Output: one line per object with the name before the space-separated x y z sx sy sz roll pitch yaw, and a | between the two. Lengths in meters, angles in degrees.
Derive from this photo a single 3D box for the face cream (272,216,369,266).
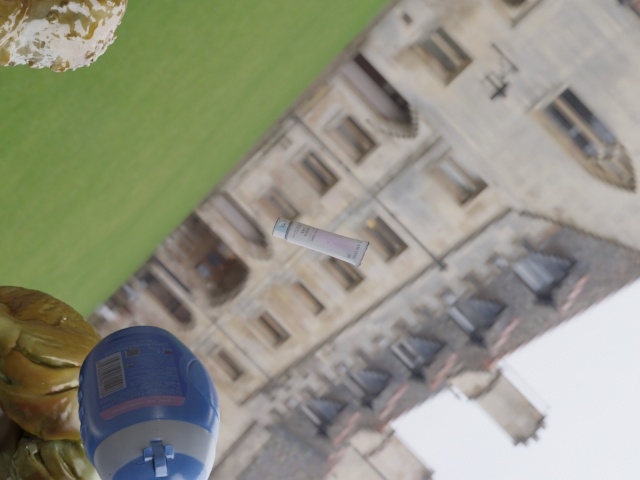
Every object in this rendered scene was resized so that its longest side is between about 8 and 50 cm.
face cream | 0.000 0.000 1.424 0.020 0.115 0.038 95 16 -56

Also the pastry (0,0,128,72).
pastry | -0.453 -0.349 1.849 0.311 0.255 0.161 -5 126 -23

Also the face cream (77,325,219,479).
face cream | -0.179 0.188 1.265 0.149 0.083 0.264 -8 -152 -10

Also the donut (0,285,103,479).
donut | -0.423 0.226 1.654 0.360 0.360 0.170 -42 177 34
